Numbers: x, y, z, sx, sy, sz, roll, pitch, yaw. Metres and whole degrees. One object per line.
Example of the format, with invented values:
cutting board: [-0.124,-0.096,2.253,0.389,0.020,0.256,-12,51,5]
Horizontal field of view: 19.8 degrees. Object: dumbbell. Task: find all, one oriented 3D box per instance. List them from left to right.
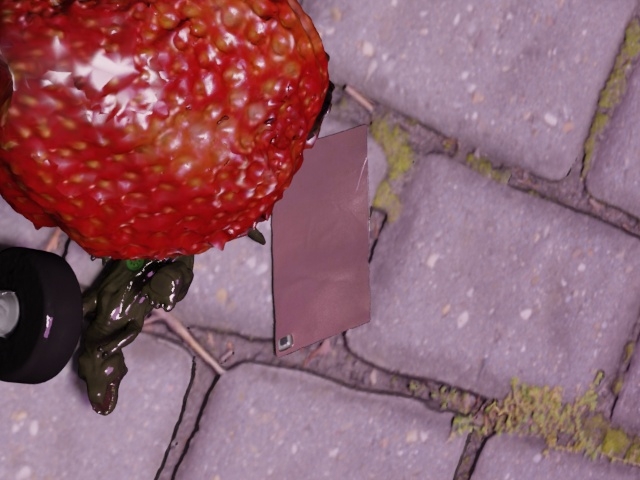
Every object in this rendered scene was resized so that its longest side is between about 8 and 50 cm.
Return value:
dumbbell: [-0.266,0.045,1.273,0.191,0.100,0.100,11,99,-46]

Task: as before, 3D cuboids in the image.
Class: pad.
pad: [0.000,0.000,1.581,0.113,0.006,0.188,-19,117,-37]

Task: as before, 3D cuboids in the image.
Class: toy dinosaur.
toy dinosaur: [-0.140,0.039,1.455,0.187,0.087,0.179,-52,174,6]

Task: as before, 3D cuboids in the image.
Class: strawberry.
strawberry: [-0.137,-0.104,1.224,0.288,0.250,0.238,-16,125,-68]
